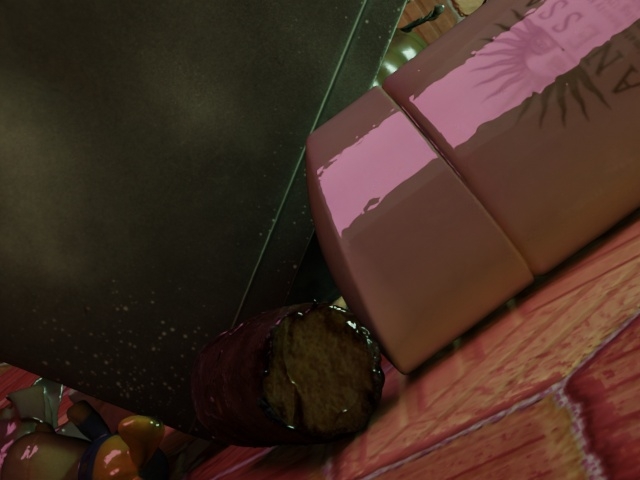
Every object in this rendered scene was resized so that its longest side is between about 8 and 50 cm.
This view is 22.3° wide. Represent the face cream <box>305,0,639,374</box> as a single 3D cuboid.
[{"bbox_3d":[0.142,-0.085,0.908,0.348,0.081,0.173,-36,51,1],"label":"face cream"}]

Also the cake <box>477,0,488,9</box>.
[{"bbox_3d":[0.118,-0.100,1.228,0.100,0.099,0.235,-60,-6,26],"label":"cake"}]

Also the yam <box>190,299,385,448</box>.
[{"bbox_3d":[-0.021,0.077,0.884,0.079,0.079,0.141,-39,6,-22],"label":"yam"}]

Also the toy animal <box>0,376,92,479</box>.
[{"bbox_3d":[-0.264,0.190,1.374,0.179,0.089,0.188,-48,14,26],"label":"toy animal"}]

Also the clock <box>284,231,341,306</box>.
[{"bbox_3d":[-0.001,0.000,1.436,0.319,0.066,0.319,-35,6,4],"label":"clock"}]

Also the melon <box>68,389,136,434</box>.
[{"bbox_3d":[-0.161,0.119,1.498,0.098,0.054,0.182,-29,7,10],"label":"melon"}]

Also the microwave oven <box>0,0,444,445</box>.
[{"bbox_3d":[-0.136,-0.130,1.126,0.236,0.374,0.432,-148,81,-83],"label":"microwave oven"}]

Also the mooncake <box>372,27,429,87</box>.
[{"bbox_3d":[0.018,-0.122,1.831,0.290,0.161,0.290,-34,7,5],"label":"mooncake"}]

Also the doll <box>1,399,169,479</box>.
[{"bbox_3d":[-0.155,0.154,1.039,0.089,0.102,0.179,9,-23,-27],"label":"doll"}]
